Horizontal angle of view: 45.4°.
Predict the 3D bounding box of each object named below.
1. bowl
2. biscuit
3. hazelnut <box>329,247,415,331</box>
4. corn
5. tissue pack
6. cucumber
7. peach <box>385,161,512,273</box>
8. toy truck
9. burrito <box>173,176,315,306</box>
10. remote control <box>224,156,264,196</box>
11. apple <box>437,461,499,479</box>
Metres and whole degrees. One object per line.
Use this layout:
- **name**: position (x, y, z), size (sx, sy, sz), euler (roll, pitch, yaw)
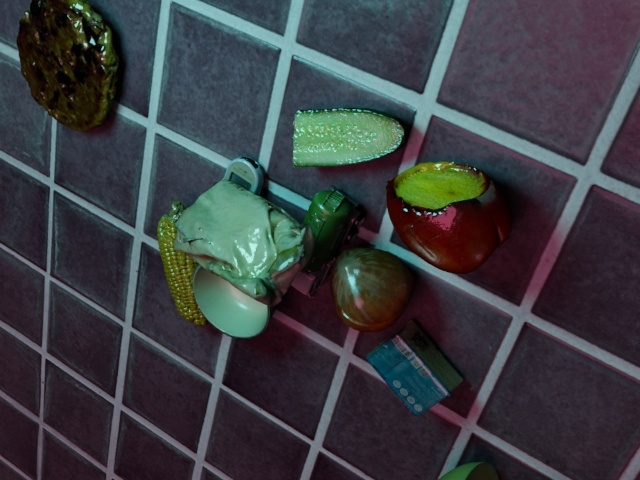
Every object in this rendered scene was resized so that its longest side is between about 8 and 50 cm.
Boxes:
- **bowl**: position (-0.175, 0.109, 1.732), size (0.211, 0.112, 0.211), euler (15, 122, 26)
- **biscuit**: position (-0.578, -0.418, 1.769), size (0.289, 0.081, 0.334), euler (39, 131, 11)
- **hazelnut**: position (0.103, 0.092, 1.520), size (0.182, 0.182, 0.182), euler (14, 119, 27)
- **corn**: position (-0.312, 0.056, 1.796), size (0.119, 0.119, 0.322), euler (8, 116, 30)
- **tissue pack**: position (0.195, 0.265, 1.590), size (0.169, 0.082, 0.120), euler (49, 129, 4)
- **cucumber**: position (0.059, -0.200, 1.470), size (0.244, 0.063, 0.115), euler (5, 108, 31)
- **peach**: position (0.223, -0.053, 1.360), size (0.226, 0.196, 0.190), euler (44, 95, 5)
- **toy truck**: position (0.000, 0.000, 1.565), size (0.101, 0.125, 0.242), euler (34, 127, 14)
- **burrito**: position (-0.144, 0.016, 1.536), size (0.332, 0.190, 0.135), euler (30, 154, 42)
- **remote control**: position (-0.186, -0.080, 1.696), size (0.087, 0.047, 0.244), euler (36, 127, 18)
- **apple**: position (0.336, 0.607, 1.555), size (0.292, 0.254, 0.292), euler (18, 125, 27)
